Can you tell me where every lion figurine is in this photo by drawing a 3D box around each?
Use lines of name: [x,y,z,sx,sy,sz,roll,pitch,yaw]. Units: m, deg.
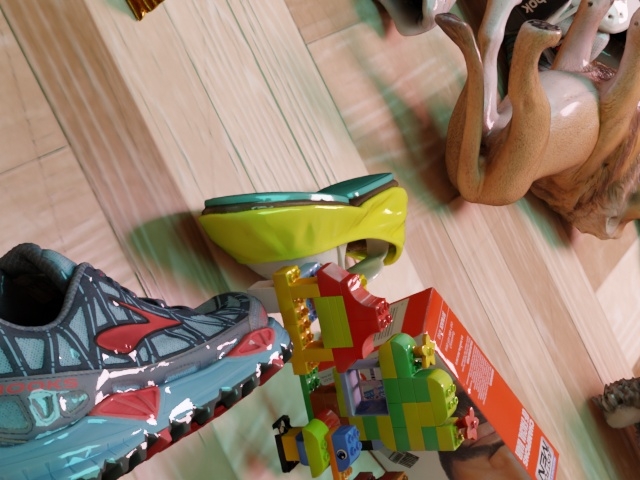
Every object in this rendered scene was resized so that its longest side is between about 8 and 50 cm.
lion figurine: [0.196,-0.099,1.329,0.392,0.240,0.142,-8,33,-45]

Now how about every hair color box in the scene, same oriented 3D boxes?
hair color box: [0.079,0.119,1.020,0.167,0.093,0.053,51,33,-25]

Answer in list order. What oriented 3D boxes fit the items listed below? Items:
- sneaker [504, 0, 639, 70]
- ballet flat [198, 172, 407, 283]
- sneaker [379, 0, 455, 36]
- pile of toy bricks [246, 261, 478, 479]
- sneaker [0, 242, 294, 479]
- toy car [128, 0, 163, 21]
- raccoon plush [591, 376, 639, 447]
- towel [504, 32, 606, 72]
sneaker: [0.224,-0.246,1.452,0.330,0.122,0.146,17,56,-34]
ballet flat: [0.000,0.000,1.003,0.231,0.077,0.077,-12,97,-63]
sneaker: [0.043,-0.288,1.257,0.262,0.099,0.121,52,37,-23]
pile of toy bricks: [0.042,0.104,0.910,0.118,0.105,0.212,-37,119,-59]
sneaker: [-0.104,0.048,0.757,0.125,0.104,0.262,60,24,2]
toy car: [-0.114,-0.208,0.989,0.060,0.040,0.122,-19,86,-61]
raccoon plush: [0.382,0.135,1.508,0.299,0.216,0.446,37,9,-20]
towel: [0.289,-0.231,1.628,0.271,0.040,0.370,25,49,-30]
